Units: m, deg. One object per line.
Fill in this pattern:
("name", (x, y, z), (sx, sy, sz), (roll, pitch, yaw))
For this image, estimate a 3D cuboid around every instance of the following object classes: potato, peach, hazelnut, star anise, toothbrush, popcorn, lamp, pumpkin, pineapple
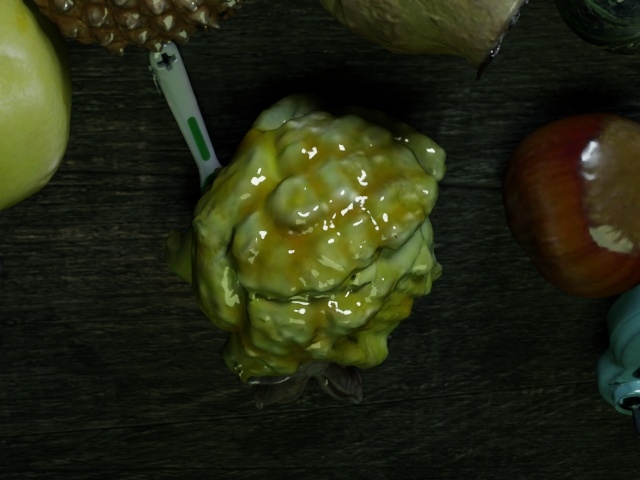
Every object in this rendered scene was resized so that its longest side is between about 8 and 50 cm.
("potato", (0.107, -0.311, 1.520), (0.237, 0.301, 0.288), (31, 104, 0))
("peach", (-0.395, -0.163, 1.565), (0.314, 0.281, 0.315), (6, 140, 12))
("hazelnut", (0.311, -0.047, 1.853), (0.186, 0.210, 0.210), (-31, 134, -7))
("star anise", (-0.010, 0.129, 2.041), (0.198, 0.110, 0.257), (-8, 145, -20))
("toothbrush", (-0.122, -0.065, 1.881), (0.042, 0.040, 0.418), (-28, 132, -10))
("popcorn", (-0.006, 0.007, 1.779), (0.274, 0.279, 0.335), (35, 85, -5))
("lamp", (0.450, 0.122, 2.043), (0.209, 0.147, 0.284), (13, 124, -16))
("pumpkin", (0.318, -0.269, 1.633), (0.190, 0.146, 0.190), (-27, 167, -7))
("pineapple", (-0.091, -0.282, 1.453), (0.357, 0.223, 0.223), (-3, 143, 38))

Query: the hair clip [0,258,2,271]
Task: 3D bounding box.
("hair clip", (-0.446, 0.163, 2.033), (0.085, 0.101, 0.330), (2, 137, -14))
